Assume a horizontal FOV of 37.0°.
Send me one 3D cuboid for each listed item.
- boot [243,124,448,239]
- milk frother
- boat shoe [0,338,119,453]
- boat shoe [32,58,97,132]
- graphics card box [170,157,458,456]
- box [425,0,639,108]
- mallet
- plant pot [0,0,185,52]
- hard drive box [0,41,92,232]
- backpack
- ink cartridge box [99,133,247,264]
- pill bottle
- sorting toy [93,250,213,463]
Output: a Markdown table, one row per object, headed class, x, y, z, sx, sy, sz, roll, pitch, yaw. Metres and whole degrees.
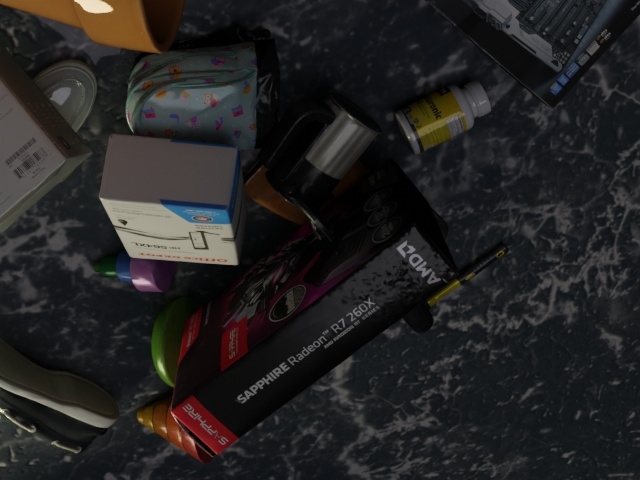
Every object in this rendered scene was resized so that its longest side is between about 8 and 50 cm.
| class | x | y | z | sx | sy | sz | roll | pitch | yaw |
| --- | --- | --- | --- | --- | --- | --- | --- | --- | --- |
| boot | 0.000 | 0.000 | 1.298 | 0.280 | 0.096 | 0.264 | 34 | 110 | -29 |
| milk frother | 0.012 | -0.088 | 1.148 | 0.135 | 0.143 | 0.129 | -51 | 158 | 18 |
| boat shoe | -0.418 | 0.209 | 1.301 | 0.302 | 0.114 | 0.091 | 36 | 101 | -30 |
| boat shoe | -0.344 | -0.113 | 1.134 | 0.079 | 0.081 | 0.227 | 36 | 107 | -31 |
| graphics card box | -0.017 | 0.074 | 1.178 | 0.371 | 0.233 | 0.094 | -37 | 110 | 13 |
| box | 0.301 | -0.352 | 1.168 | 0.242 | 0.076 | 0.307 | 33 | 109 | -30 |
| mallet | 0.206 | 0.072 | 1.440 | 0.189 | 0.039 | 0.062 | -31 | 125 | 0 |
| plant pot | -0.229 | -0.315 | 0.827 | 0.203 | 0.291 | 0.291 | 4 | 122 | 1 |
| hard drive box | -0.399 | -0.126 | 1.046 | 0.181 | 0.089 | 0.232 | -38 | 95 | 10 |
| backpack | -0.140 | -0.169 | 1.138 | 0.182 | 0.115 | 0.152 | -4 | 125 | -10 |
| ink cartridge box | -0.169 | -0.043 | 1.147 | 0.148 | 0.086 | 0.203 | 4 | 160 | 1 |
| pill bottle | 0.162 | -0.165 | 1.256 | 0.116 | 0.065 | 0.065 | -26 | 125 | 1 |
| sorting toy | -0.236 | 0.160 | 1.349 | 0.126 | 0.127 | 0.366 | 0 | 124 | 19 |
